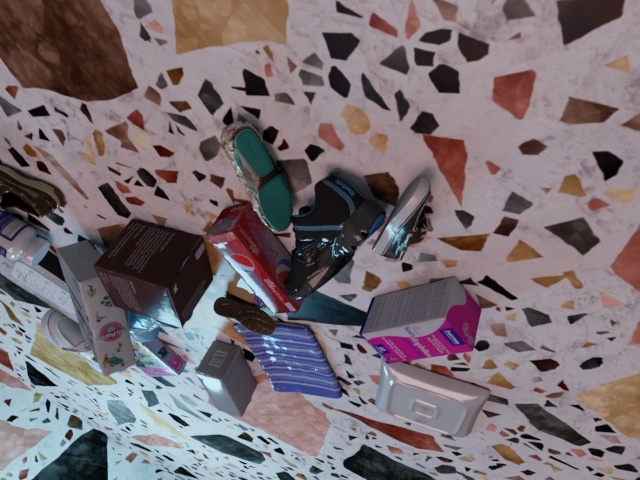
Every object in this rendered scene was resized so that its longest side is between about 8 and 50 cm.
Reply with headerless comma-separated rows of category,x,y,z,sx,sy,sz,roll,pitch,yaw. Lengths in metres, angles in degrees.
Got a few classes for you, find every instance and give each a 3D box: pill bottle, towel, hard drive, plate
pill bottle,-0.879,-0.009,1.530,0.186,0.112,0.112,33,141,-7
towel,-0.088,0.348,1.548,0.243,0.040,0.336,1,134,27
hard drive,-0.857,0.127,1.709,0.339,0.064,0.237,39,139,-14
plate,0.282,0.435,1.436,0.277,0.045,0.278,15,140,13

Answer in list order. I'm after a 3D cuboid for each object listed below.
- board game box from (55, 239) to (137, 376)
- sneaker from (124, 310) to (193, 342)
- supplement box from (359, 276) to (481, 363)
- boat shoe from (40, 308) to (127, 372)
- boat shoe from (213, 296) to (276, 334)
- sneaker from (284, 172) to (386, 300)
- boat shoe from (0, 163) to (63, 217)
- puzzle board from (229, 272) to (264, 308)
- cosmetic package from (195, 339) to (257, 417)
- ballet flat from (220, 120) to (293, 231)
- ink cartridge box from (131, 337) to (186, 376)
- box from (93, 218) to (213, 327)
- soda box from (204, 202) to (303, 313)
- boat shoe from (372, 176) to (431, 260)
board game box,-0.609,0.180,1.469,0.224,0.097,0.303,33,133,46
sneaker,-0.459,0.222,1.545,0.208,0.127,0.319,20,141,10
supplement box,0.208,0.172,1.133,0.220,0.114,0.111,-22,120,41
boat shoe,-0.797,0.363,1.880,0.156,0.136,0.367,0,137,29
boat shoe,-0.195,0.198,1.431,0.178,0.064,0.060,22,175,11
sneaker,0.000,0.000,1.076,0.139,0.125,0.341,45,137,6
boat shoe,-0.791,-0.125,1.365,0.257,0.095,0.095,16,140,12
puzzle board,-0.177,0.120,1.366,0.096,0.011,0.128,26,142,-1
cosmetic package,-0.289,0.436,1.688,0.107,0.127,0.238,10,137,18
ballet flat,-0.118,-0.124,1.024,0.077,0.091,0.241,30,149,48
ink cartridge box,-0.626,0.355,1.837,0.185,0.065,0.311,-13,125,38
box,-0.401,0.079,1.318,0.203,0.168,0.167,15,140,14
soda box,-0.131,0.045,1.192,0.083,0.092,0.263,-10,129,37
boat shoe,0.160,-0.033,0.965,0.070,0.078,0.219,26,149,1
